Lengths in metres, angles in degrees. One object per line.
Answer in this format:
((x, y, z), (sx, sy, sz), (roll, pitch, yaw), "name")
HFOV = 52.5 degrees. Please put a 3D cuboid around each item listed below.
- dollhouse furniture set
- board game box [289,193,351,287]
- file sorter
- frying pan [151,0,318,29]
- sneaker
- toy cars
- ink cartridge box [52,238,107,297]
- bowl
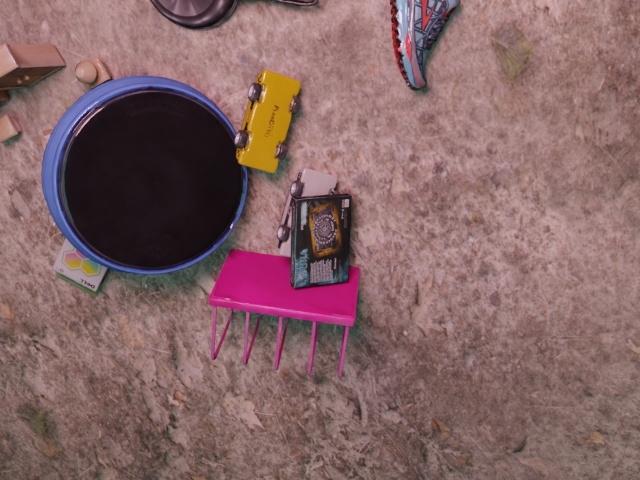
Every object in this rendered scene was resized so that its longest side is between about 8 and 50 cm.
((-0.529, -0.186, 1.265), (0.303, 0.174, 0.355), (-23, 100, 16), "dollhouse furniture set")
((0.000, 0.000, 1.324), (0.126, 0.026, 0.186), (-5, 106, -24), "board game box")
((-0.076, 0.163, 1.398), (0.291, 0.202, 0.182), (8, 118, 2), "file sorter")
((-0.191, -0.449, 1.199), (0.326, 0.053, 0.197), (32, 126, -7), "frying pan")
((0.190, -0.401, 1.165), (0.125, 0.104, 0.261), (-5, 114, 6), "sneaker")
((-0.074, -0.146, 1.314), (0.177, 0.087, 0.393), (-29, 114, -16), "toy cars")
((-0.526, 0.041, 1.460), (0.109, 0.062, 0.209), (30, 114, -9), "ink cartridge box")
((-0.323, -0.117, 1.251), (0.391, 0.077, 0.390), (-8, 107, -26), "bowl")
